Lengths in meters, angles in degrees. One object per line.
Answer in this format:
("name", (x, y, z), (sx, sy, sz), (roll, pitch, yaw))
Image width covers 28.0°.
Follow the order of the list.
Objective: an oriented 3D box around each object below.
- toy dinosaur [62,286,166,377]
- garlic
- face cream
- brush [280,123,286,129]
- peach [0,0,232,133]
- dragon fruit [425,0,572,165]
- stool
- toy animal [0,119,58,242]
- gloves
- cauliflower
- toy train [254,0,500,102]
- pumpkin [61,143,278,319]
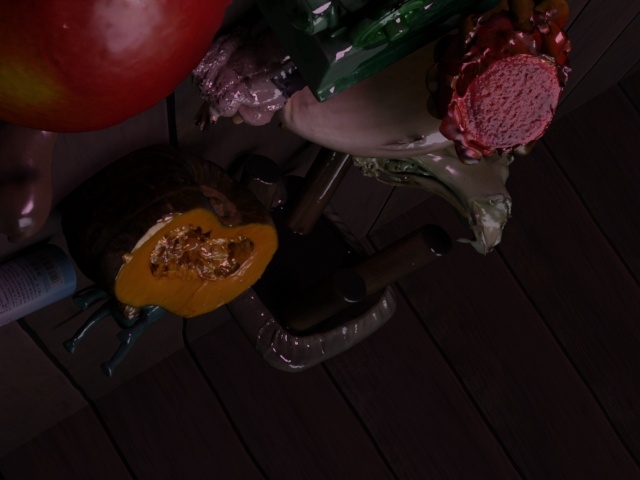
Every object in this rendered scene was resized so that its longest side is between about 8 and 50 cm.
("toy dinosaur", (-0.268, 0.070, 2.176), (0.331, 0.129, 0.383), (-40, 177, -34))
("garlic", (0.096, -0.219, 1.463), (0.313, 0.286, 0.249), (-39, 133, 8))
("face cream", (-0.420, 0.077, 1.608), (0.229, 0.075, 0.075), (-26, 170, -38))
("brush", (0.040, -0.202, 1.926), (0.090, 0.017, 0.314), (-39, 169, 38))
("peach", (-0.152, -0.160, 0.787), (0.196, 0.190, 0.226), (-42, 171, -26))
("dragon fruit", (0.187, -0.176, 1.275), (0.208, 0.150, 0.133), (-60, 140, -23))
("stool", (0.000, 0.000, 1.972), (0.310, 0.310, 0.226), (-26, 166, -45))
("toy animal", (-0.231, -0.101, 1.026), (0.186, 0.214, 0.094), (-3, 165, 6))
("gloves", (-0.074, -0.177, 1.341), (0.144, 0.094, 0.110), (-16, 167, -2))
("cauliflower", (0.189, -0.163, 1.845), (0.327, 0.281, 0.260), (-30, 145, -40))
("toy train", (0.072, -0.262, 1.217), (0.266, 0.145, 0.202), (-30, 175, -16))
("pumpkin", (-0.199, 0.006, 1.618), (0.222, 0.139, 0.317), (-44, 160, 14))
